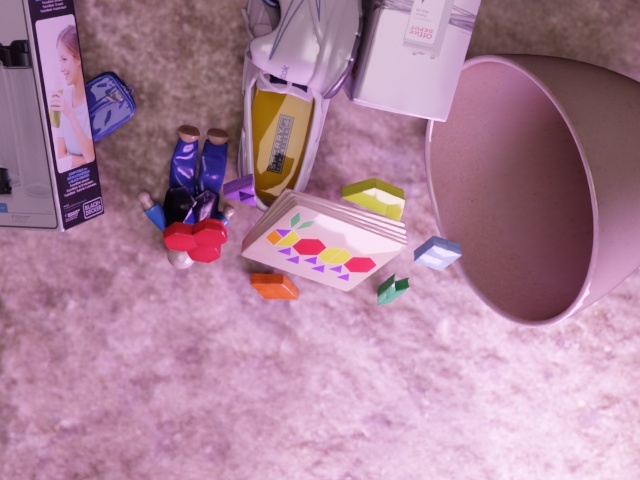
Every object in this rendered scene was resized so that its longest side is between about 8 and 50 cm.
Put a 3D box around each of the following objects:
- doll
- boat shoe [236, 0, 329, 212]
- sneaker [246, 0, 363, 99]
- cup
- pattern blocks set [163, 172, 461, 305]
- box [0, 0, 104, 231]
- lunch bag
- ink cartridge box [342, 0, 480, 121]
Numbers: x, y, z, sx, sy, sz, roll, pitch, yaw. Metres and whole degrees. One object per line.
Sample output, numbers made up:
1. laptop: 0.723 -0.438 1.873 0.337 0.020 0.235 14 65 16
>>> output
1. doll: -0.171 -0.053 1.515 0.129 0.046 0.189 5 111 -16
2. boat shoe: -0.040 -0.206 1.428 0.136 0.156 0.367 10 105 -8
3. sneaker: -0.001 -0.316 1.342 0.129 0.111 0.297 14 75 -6
4. cup: 0.316 -0.084 1.442 0.237 0.331 0.331 -16 108 -26
5. pattern blocks set: 0.000 0.000 1.473 0.325 0.026 0.285 26 139 -34
6. box: -0.370 -0.161 1.410 0.169 0.087 0.290 4 108 27
7. lunch bag: -0.277 -0.166 1.464 0.098 0.065 0.067 -33 106 5
8. ink cartridge box: 0.118 -0.300 1.391 0.117 0.207 0.283 13 104 -7
